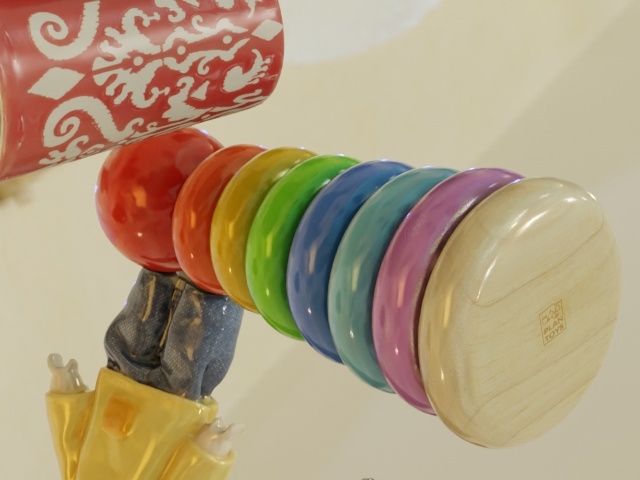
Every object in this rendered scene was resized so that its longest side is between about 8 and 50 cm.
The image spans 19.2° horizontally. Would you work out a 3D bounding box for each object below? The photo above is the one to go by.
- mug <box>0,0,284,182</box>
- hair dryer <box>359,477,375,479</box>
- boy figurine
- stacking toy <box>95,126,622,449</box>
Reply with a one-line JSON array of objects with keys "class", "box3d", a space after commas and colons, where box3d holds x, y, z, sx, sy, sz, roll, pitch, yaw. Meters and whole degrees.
[{"class": "mug", "box3d": [-0.104, -0.103, 0.939, 0.169, 0.113, 0.150, -15, 160, -33]}, {"class": "hair dryer", "box3d": [0.039, 0.345, 1.451, 0.080, 0.293, 0.223, -36, 175, 39]}, {"class": "boy figurine", "box3d": [-0.138, 0.137, 1.358, 0.177, 0.285, 0.092, 24, -174, 32]}, {"class": "stacking toy", "box3d": [0.000, 0.000, 1.050, 0.141, 0.141, 0.330, -34, -143, -32]}]
